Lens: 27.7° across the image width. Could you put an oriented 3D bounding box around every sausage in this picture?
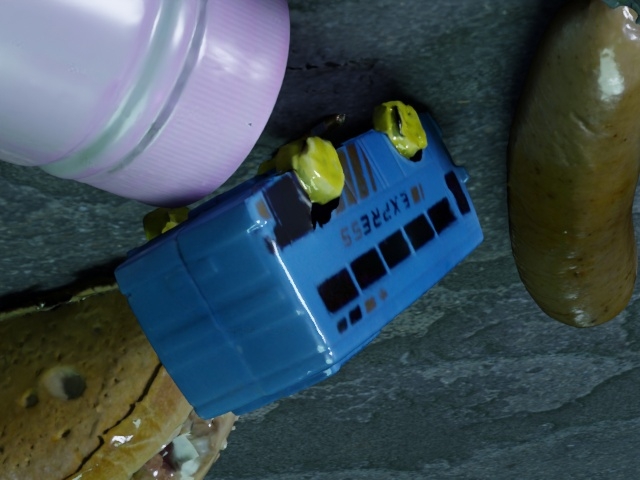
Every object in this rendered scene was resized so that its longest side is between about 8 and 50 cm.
[{"bbox_3d":[0.237,-0.054,1.195,0.136,0.123,0.501,-11,149,3],"label":"sausage"},{"bbox_3d":[-0.013,-0.091,1.187,0.015,0.015,0.100,21,140,-39],"label":"sausage"}]

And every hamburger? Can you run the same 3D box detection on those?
[{"bbox_3d":[-0.286,0.233,1.427,0.446,0.287,0.268,-14,151,17],"label":"hamburger"}]

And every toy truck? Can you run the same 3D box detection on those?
[{"bbox_3d":[0.000,0.000,1.042,0.161,0.162,0.385,-26,-177,27],"label":"toy truck"}]

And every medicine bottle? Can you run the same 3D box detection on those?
[{"bbox_3d":[-0.200,-0.156,0.853,0.316,0.202,0.202,21,140,-38],"label":"medicine bottle"}]

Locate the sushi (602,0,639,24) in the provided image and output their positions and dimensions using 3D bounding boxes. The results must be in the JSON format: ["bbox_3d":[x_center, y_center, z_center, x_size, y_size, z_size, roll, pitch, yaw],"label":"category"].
[{"bbox_3d":[0.191,-0.237,0.800,0.139,0.274,0.184,-45,144,8],"label":"sushi"}]
